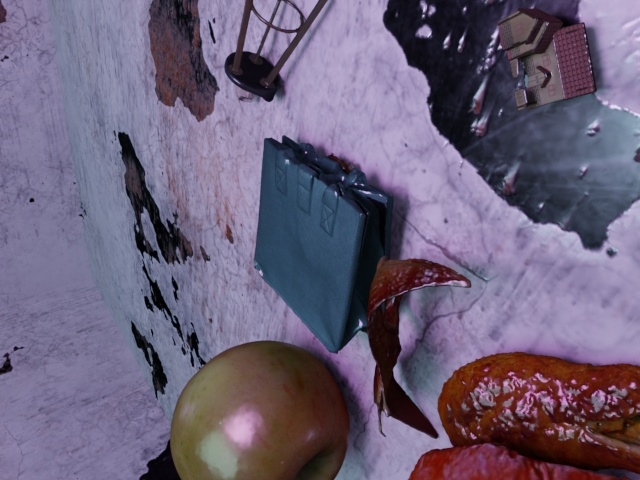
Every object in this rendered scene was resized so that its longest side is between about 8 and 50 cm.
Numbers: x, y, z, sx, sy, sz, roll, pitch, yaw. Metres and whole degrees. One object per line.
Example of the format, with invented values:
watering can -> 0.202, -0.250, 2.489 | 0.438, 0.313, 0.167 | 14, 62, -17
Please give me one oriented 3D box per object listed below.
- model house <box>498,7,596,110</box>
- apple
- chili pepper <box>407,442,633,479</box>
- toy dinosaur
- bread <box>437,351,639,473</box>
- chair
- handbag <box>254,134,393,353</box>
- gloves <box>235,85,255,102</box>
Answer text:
model house -> 0.200, -0.163, 0.430 | 0.058, 0.057, 0.083 | 0, 104, 60
apple -> -0.100, 0.344, 0.885 | 0.277, 0.319, 0.319 | 39, 136, 50
chili pepper -> 0.171, 0.313, 0.420 | 0.251, 0.305, 0.229 | -32, 113, 34
toy dinosaur -> 0.120, 0.158, 0.642 | 0.113, 0.206, 0.327 | 4, 108, 13
bread -> 0.238, 0.190, 0.521 | 0.269, 0.095, 0.139 | -13, 103, 52
chair -> -0.082, -0.303, 0.724 | 0.221, 0.095, 0.104 | -54, 50, 52
handbag -> 0.004, 0.001, 0.761 | 0.269, 0.100, 0.274 | 38, 134, 44
gloves -> -0.132, -0.272, 0.861 | 0.044, 0.037, 0.081 | 6, 98, 15
